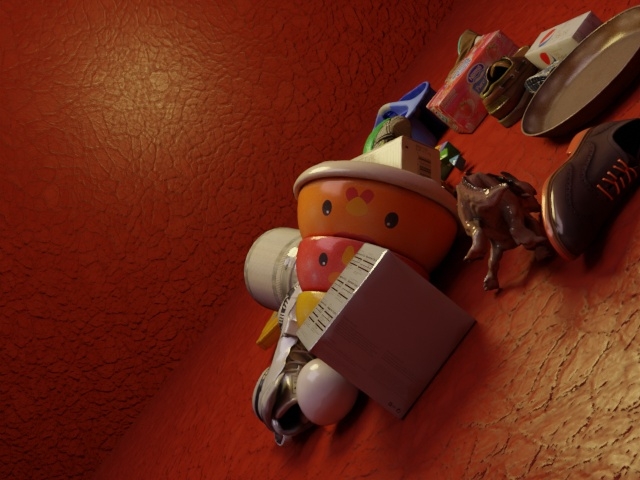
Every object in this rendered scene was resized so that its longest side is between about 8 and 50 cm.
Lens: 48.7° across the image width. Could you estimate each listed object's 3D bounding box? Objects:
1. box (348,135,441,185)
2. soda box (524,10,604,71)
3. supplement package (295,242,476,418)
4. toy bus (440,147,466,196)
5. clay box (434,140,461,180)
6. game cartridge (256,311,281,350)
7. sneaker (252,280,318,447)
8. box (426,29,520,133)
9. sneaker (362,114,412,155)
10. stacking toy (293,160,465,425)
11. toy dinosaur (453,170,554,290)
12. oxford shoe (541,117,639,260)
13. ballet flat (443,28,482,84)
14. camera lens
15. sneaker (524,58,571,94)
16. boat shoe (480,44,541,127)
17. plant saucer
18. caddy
[{"bbox_3d":[0.123,-0.113,1.631,0.311,0.121,0.147,-18,64,50],"label":"box"},{"bbox_3d":[0.543,-0.435,1.567,0.074,0.069,0.216,-53,10,-3],"label":"soda box"},{"bbox_3d":[0.103,0.143,1.179,0.203,0.194,0.149,-52,11,-3],"label":"supplement package"},{"bbox_3d":[0.230,-0.140,1.695,0.202,0.104,0.190,-16,53,45],"label":"toy bus"},{"bbox_3d":[0.275,-0.177,1.890,0.127,0.053,0.222,-57,12,-17],"label":"clay box"},{"bbox_3d":[-0.056,0.159,2.109,0.285,0.053,0.323,-46,5,28],"label":"game cartridge"},{"bbox_3d":[-0.032,0.247,1.477,0.210,0.138,0.365,-143,74,-76],"label":"sneaker"},{"bbox_3d":[0.419,-0.421,1.896,0.257,0.123,0.128,-51,11,3],"label":"box"},{"bbox_3d":[0.190,-0.203,1.916,0.146,0.134,0.343,-30,36,55],"label":"sneaker"},{"bbox_3d":[0.070,0.117,1.358,0.351,0.351,0.479,-28,45,65],"label":"stacking toy"},{"bbox_3d":[0.264,-0.053,1.093,0.127,0.296,0.200,-22,63,20],"label":"toy dinosaur"},{"bbox_3d":[0.391,-0.085,1.002,0.098,0.097,0.271,-28,25,52],"label":"oxford shoe"},{"bbox_3d":[0.477,-0.554,2.178,0.124,0.116,0.342,-15,34,39],"label":"ballet flat"},{"bbox_3d":[-0.044,0.085,1.765,0.274,0.219,0.219,11,62,55],"label":"camera lens"},{"bbox_3d":[0.509,-0.361,1.551,0.058,0.052,0.135,-47,14,-29],"label":"sneaker"},{"bbox_3d":[0.461,-0.401,1.700,0.111,0.104,0.307,-42,14,43],"label":"boat shoe"},{"bbox_3d":[0.511,-0.307,1.339,0.310,0.050,0.310,-50,11,14],"label":"plant saucer"},{"bbox_3d":[0.262,-0.363,2.220,0.241,0.179,0.341,-54,11,-15],"label":"caddy"}]
